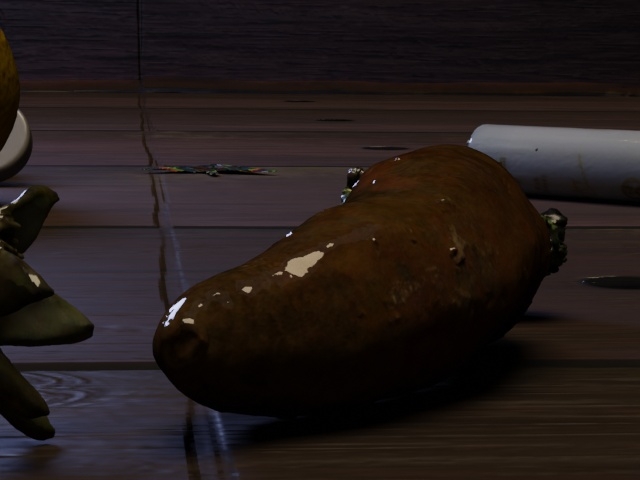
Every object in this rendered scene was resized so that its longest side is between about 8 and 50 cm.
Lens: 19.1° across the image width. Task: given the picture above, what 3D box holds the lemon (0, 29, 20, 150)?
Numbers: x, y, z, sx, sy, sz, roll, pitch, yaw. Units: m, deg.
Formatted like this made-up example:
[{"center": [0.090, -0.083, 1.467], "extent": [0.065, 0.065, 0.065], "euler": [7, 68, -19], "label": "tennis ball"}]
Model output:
[{"center": [-0.317, -0.112, 1.385], "extent": [0.187, 0.187, 0.244], "euler": [5, 3, 31], "label": "lemon"}]

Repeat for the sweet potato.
[{"center": [0.029, 0.014, 0.762], "extent": [0.097, 0.097, 0.292], "euler": [4, 9, 22], "label": "sweet potato"}]

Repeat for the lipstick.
[{"center": [0.241, -0.059, 1.499], "extent": [0.264, 0.059, 0.059], "euler": [6, 9, 33], "label": "lipstick"}]

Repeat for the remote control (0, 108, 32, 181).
[{"center": [-0.364, -0.084, 1.586], "extent": [0.245, 0.077, 0.022], "euler": [0, -29, 0], "label": "remote control"}]

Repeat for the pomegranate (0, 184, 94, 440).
[{"center": [-0.176, 0.008, 0.647], "extent": [0.191, 0.131, 0.152], "euler": [9, 5, 7], "label": "pomegranate"}]

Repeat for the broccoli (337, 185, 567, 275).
[{"center": [0.067, -0.007, 0.948], "extent": [0.095, 0.092, 0.097], "euler": [33, -37, -33], "label": "broccoli"}]

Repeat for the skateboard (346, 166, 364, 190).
[{"center": [0.000, 0.000, 1.024], "extent": [0.032, 0.064, 0.083], "euler": [14, 24, 31], "label": "skateboard"}]

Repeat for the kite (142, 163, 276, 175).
[{"center": [-0.100, -0.064, 1.725], "extent": [0.122, 0.004, 0.090], "euler": [0, 7, -3], "label": "kite"}]
